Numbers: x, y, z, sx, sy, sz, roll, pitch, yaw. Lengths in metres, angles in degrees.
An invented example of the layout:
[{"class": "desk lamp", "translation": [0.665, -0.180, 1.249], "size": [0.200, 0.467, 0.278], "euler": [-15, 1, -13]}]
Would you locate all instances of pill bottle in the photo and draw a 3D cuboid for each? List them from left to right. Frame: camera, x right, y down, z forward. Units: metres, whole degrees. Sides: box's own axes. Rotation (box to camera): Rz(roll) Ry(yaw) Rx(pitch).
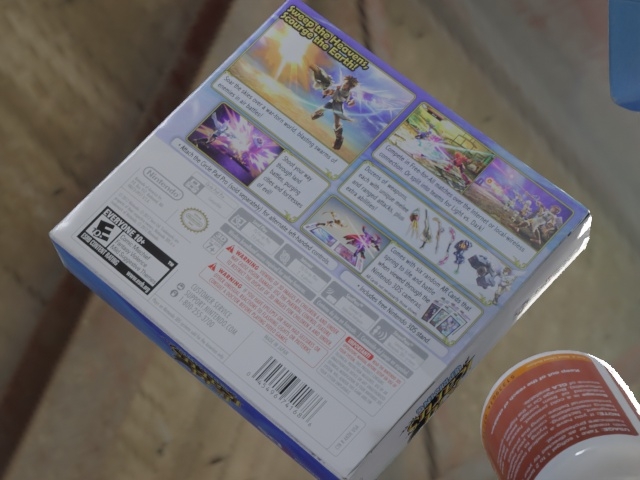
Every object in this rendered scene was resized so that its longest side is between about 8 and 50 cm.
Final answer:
[{"class": "pill bottle", "translation": [0.194, 0.175, 1.329], "size": [0.121, 0.121, 0.216], "euler": [49, -172, -22]}]

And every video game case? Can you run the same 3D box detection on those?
[{"class": "video game case", "translation": [0.000, 0.000, 1.238], "size": [0.269, 0.061, 0.244], "euler": [38, -106, 20]}]

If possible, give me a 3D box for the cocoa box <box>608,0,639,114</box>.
[{"class": "cocoa box", "translation": [0.288, -0.224, 0.902], "size": [0.228, 0.231, 0.347], "euler": [12, -105, -49]}]
